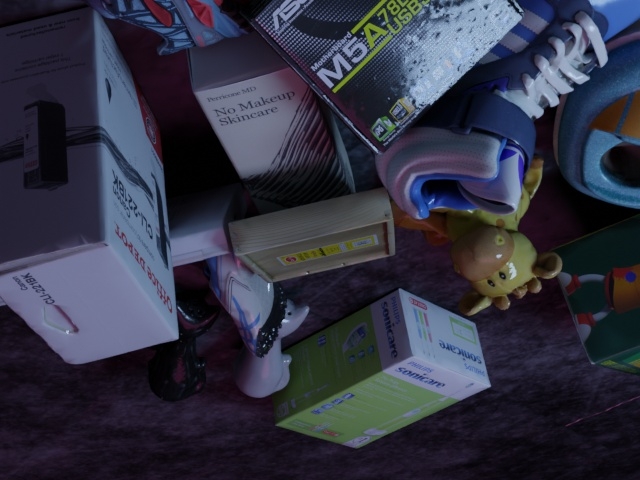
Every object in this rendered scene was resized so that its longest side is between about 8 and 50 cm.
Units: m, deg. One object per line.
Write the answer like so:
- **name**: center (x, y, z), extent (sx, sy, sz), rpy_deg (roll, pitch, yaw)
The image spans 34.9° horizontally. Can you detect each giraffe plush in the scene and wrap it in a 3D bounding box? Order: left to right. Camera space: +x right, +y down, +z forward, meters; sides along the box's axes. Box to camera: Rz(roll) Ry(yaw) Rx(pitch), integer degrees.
- **giraffe plush**: center (0.197, -0.004, 1.249), extent (0.210, 0.170, 0.181), rpy_deg (7, 144, -25)

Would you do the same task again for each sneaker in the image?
- **sneaker**: center (-0.162, -0.232, 0.850), extent (0.125, 0.104, 0.262), rpy_deg (-20, 147, 21)
- **sneaker**: center (-0.104, 0.065, 1.352), extent (0.086, 0.085, 0.237), rpy_deg (15, 141, 26)
- **sneaker**: center (0.200, -0.133, 0.978), extent (0.323, 0.236, 0.130), rpy_deg (-19, 147, 16)

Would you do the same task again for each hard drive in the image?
- **hard drive**: center (-0.243, 0.005, 1.147), extent (0.308, 0.203, 0.040), rpy_deg (-13, 105, 5)

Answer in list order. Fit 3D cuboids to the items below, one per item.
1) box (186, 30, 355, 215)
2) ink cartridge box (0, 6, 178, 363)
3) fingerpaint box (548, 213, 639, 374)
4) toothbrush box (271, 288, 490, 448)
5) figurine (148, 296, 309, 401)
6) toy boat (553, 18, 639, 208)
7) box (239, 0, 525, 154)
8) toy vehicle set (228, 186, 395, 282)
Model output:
- **box**: center (-0.044, -0.120, 1.069), extent (0.113, 0.094, 0.275), rpy_deg (-15, 149, 8)
- **ink cartridge box**: center (-0.224, -0.049, 0.965), extent (0.114, 0.272, 0.197), rpy_deg (-12, 149, 5)
- **fingerpaint box**: center (0.555, 0.049, 1.345), extent (0.371, 0.163, 0.445), rpy_deg (-24, 160, 22)
- **toothbrush box**: center (0.089, 0.211, 1.614), extent (0.283, 0.122, 0.206), rpy_deg (-31, 142, 32)
- **figurine**: center (-0.133, 0.147, 1.493), extent (0.215, 0.092, 0.209), rpy_deg (1, 143, -18)
- **toy boat**: center (0.410, -0.107, 1.083), extent (0.318, 0.148, 0.267), rpy_deg (14, 145, 11)
- **box**: center (0.058, -0.201, 0.898), extent (0.191, 0.045, 0.184), rpy_deg (-43, 124, 4)
- **toy vehicle set**: center (0.000, 0.000, 1.152), extent (0.166, 0.035, 0.267), rpy_deg (-13, 171, 2)
